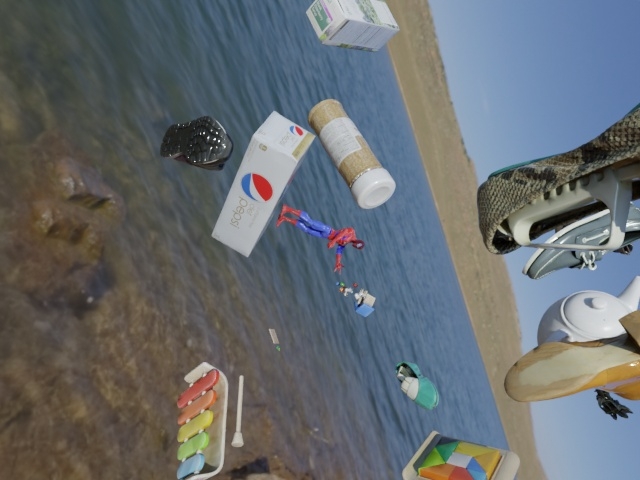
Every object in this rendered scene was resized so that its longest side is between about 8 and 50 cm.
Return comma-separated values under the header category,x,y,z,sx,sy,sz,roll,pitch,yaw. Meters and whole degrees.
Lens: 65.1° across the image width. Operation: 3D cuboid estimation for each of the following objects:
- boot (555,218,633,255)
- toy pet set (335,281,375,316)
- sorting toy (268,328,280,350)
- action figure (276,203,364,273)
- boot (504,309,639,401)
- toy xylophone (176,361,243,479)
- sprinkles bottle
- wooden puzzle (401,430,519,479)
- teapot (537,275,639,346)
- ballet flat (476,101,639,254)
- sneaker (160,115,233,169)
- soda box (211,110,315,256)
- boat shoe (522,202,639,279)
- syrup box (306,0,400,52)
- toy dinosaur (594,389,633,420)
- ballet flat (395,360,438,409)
category,x,y,z,sx,sy,sz,roll,pitch,yaw
boot,0.928,0.011,1.700,0.091,0.229,0.263,-51,132,-19
toy pet set,0.106,0.186,1.573,0.114,0.122,0.065,32,74,-22
sorting toy,-0.170,0.367,1.852,0.062,0.012,0.083,45,23,-72
action figure,0.000,0.000,1.529,0.091,0.280,0.139,119,-15,-55
boot,0.507,0.248,0.906,0.211,0.295,0.104,41,26,-32
toy xylophone,-0.293,0.468,1.302,0.081,0.236,0.323,27,32,-32
sprinkles bottle,0.084,-0.259,1.470,0.355,0.121,0.121,61,7,29
wooden puzzle,0.356,0.567,1.269,0.221,0.238,0.044,-21,111,-52
teapot,0.645,0.212,1.197,0.256,0.252,0.187,-68,153,-44
ballet flat,0.417,-0.078,0.699,0.164,0.483,0.182,19,65,-25
sneaker,-0.249,-0.210,1.141,0.124,0.283,0.107,21,88,-40
soda box,-0.087,-0.074,0.727,0.069,0.216,0.074,30,44,-3
boat shoe,0.624,0.014,1.171,0.099,0.319,0.116,57,-9,31
syrup box,0.084,-0.543,1.244,0.237,0.096,0.093,-17,79,-47
toy dinosaur,0.813,0.361,1.399,0.164,0.322,0.218,88,3,-46
ballet flat,0.274,0.431,1.505,0.247,0.087,0.083,-126,-127,-81
